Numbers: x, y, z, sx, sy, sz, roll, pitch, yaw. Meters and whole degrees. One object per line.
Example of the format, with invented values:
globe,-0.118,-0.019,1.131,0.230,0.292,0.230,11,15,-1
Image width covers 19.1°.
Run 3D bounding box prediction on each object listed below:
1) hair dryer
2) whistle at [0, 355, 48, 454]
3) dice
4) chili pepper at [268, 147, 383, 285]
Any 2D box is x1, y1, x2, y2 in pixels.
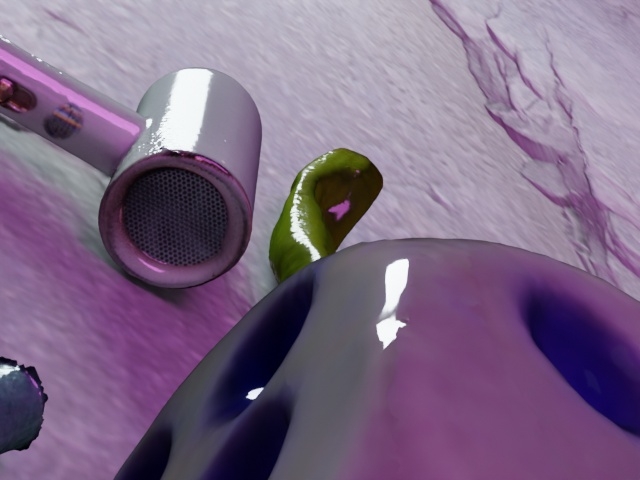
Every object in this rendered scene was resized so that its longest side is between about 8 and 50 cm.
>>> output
hair dryer,-0.139,-0.072,0.935,0.236,0.073,0.131,27,24,-11
whistle,-0.160,0.074,0.650,0.039,0.039,0.186,47,23,13
dice,0.047,0.163,0.569,0.251,0.243,0.259,37,26,-13
chili pepper,0.000,0.000,1.024,0.052,0.050,0.202,51,18,-18
